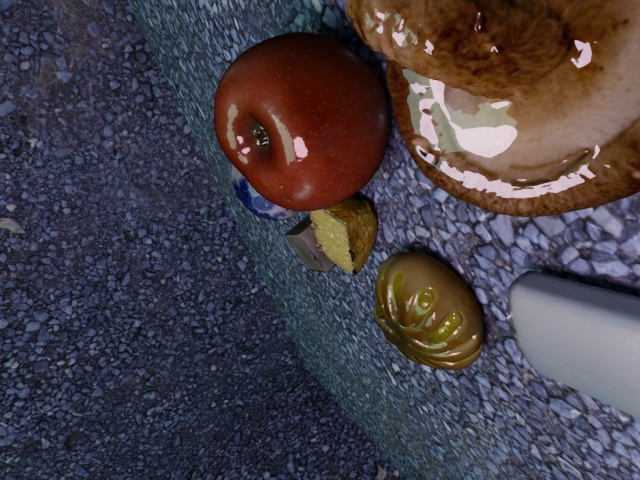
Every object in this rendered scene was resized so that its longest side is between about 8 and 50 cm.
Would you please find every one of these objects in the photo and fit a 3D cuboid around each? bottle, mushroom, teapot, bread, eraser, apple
[{"bbox_3d":[0.101,-0.141,1.035,0.030,0.083,0.030,49,161,24],"label":"bottle"},{"bbox_3d":[0.214,-0.188,0.421,0.345,0.239,0.345,18,155,9],"label":"mushroom"},{"bbox_3d":[-0.089,-0.176,1.275,0.280,0.252,0.424,8,162,19],"label":"teapot"},{"bbox_3d":[0.236,0.180,1.094,0.333,0.160,0.333,48,160,23],"label":"bread"},{"bbox_3d":[0.422,0.158,0.668,0.290,0.104,0.189,18,133,62],"label":"eraser"},{"bbox_3d":[-0.038,-0.223,0.900,0.348,0.277,0.348,25,132,31],"label":"apple"},{"bbox_3d":[0.067,-0.041,1.209,0.160,0.147,0.260,33,155,34],"label":"bread"}]

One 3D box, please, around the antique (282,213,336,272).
[{"bbox_3d":[0.000,0.000,1.415,0.152,0.148,0.147,54,160,-15],"label":"antique"}]
